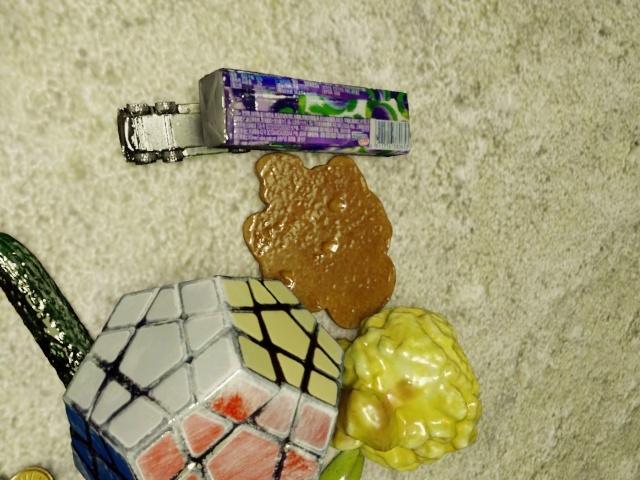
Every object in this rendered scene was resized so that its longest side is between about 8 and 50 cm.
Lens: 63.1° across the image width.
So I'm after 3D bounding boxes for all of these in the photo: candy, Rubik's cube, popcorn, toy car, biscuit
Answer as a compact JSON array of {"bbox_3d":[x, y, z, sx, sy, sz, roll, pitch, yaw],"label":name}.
[{"bbox_3d":[-0.004,-0.156,0.665,0.312,0.061,0.088,-5,95,-39],"label":"candy"},{"bbox_3d":[-0.121,0.187,0.595,0.264,0.318,0.319,-34,112,-44],"label":"Rubik's cube"},{"bbox_3d":[0.091,0.213,0.726,0.251,0.237,0.206,-25,64,5],"label":"popcorn"},{"bbox_3d":[-0.161,-0.135,0.640,0.164,0.062,0.071,-10,103,-22],"label":"toy car"},{"bbox_3d":[0.000,0.000,0.742,0.208,0.041,0.291,-39,110,-15],"label":"biscuit"}]

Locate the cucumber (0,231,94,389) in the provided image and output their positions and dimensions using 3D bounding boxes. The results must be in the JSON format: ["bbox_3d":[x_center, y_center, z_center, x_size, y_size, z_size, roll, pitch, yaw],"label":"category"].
[{"bbox_3d":[-0.323,0.082,0.605,0.052,0.058,0.215,-22,106,16],"label":"cucumber"}]

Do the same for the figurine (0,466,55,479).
[{"bbox_3d":[-0.427,0.346,0.560,0.271,0.143,0.143,-37,110,-13],"label":"figurine"}]

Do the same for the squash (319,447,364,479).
[{"bbox_3d":[0.004,0.400,0.795,0.066,0.066,0.201,44,73,-23],"label":"squash"}]
